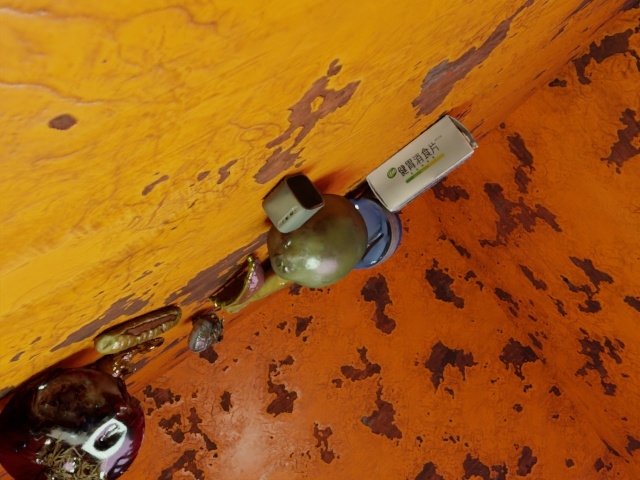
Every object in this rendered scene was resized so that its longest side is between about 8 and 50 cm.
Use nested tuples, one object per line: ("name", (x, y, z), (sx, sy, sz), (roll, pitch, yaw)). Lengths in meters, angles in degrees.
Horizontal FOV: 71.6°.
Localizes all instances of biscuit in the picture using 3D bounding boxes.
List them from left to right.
("biscuit", (-0.135, 0.119, 1.690), (0.446, 0.104, 0.429), (-29, 178, 34))

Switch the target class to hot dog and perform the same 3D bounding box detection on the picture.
("hot dog", (-0.450, 0.226, 1.127), (0.087, 0.061, 0.286), (-26, 176, 21))

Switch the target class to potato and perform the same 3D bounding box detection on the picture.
("potato", (0.000, 0.000, 1.118), (0.243, 0.221, 0.326), (-34, 170, 6))

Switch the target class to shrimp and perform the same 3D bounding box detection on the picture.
("shrimp", (-0.431, 0.326, 1.711), (0.116, 0.145, 0.343), (5, -174, 1))

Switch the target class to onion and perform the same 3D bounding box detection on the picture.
("onion", (-0.570, 0.430, 1.024), (0.314, 0.314, 0.232), (-36, -157, -4))

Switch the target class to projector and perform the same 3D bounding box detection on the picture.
("projector", (-0.055, -0.075, 0.889), (0.082, 0.083, 0.083), (-40, 173, 35))

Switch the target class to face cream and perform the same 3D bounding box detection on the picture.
("face cream", (0.146, -0.030, 1.532), (0.249, 0.249, 0.225), (-38, 171, 16))

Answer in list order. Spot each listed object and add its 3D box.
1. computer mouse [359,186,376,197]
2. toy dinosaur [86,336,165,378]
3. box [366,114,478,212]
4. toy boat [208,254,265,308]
("computer mouse", (0.210, -0.189, 1.657), (0.102, 0.045, 0.199), (-29, 171, -32))
("toy dinosaur", (-0.639, 0.397, 1.230), (0.432, 0.097, 0.208), (-32, -177, -1))
("box", (0.327, -0.241, 1.435), (0.332, 0.145, 0.173), (-37, 175, 15))
("toy boat", (-0.257, 0.143, 1.421), (0.318, 0.099, 0.141), (-41, -161, 44))
